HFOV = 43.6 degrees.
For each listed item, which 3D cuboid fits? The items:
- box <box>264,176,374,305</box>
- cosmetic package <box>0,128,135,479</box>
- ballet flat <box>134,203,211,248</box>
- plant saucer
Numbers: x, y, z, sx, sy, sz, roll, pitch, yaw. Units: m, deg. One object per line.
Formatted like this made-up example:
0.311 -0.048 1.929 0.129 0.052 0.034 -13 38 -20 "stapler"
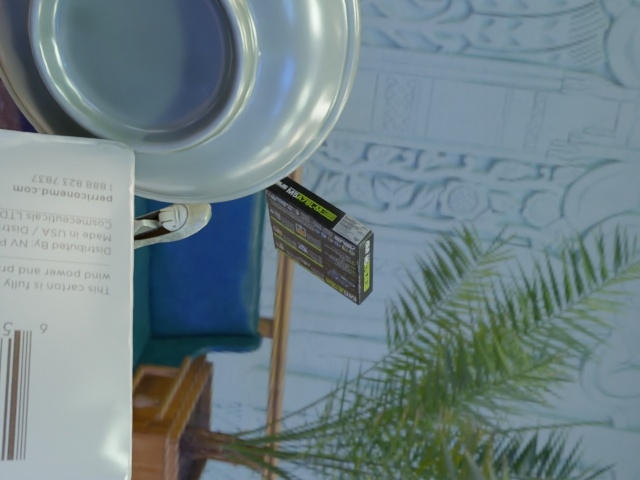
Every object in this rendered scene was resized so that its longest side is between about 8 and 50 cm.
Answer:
0.000 0.000 1.292 0.045 0.190 0.184 -48 156 -22 "box"
-0.398 0.100 0.814 0.393 0.329 0.327 -31 -122 56 "cosmetic package"
-0.251 -0.023 1.250 0.052 0.168 0.057 35 38 -66 "ballet flat"
-0.164 -0.200 0.781 0.100 0.400 0.400 -71 168 -60 "plant saucer"
